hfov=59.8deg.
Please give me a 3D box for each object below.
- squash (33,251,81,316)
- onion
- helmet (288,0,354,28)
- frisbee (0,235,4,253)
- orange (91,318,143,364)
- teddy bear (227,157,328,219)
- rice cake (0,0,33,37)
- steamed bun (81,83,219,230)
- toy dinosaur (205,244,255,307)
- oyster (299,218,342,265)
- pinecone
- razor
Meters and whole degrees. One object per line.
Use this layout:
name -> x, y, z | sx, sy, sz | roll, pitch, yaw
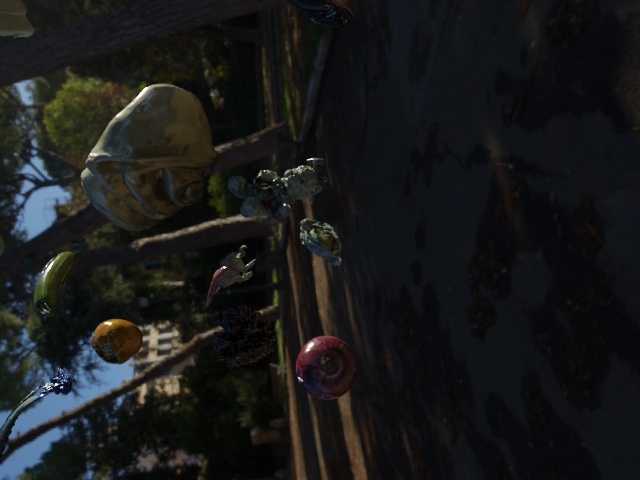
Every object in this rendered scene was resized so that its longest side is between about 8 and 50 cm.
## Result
squash -> -0.771, 0.114, 1.612 | 0.318, 0.080, 0.071 | -103, 5, -57
onion -> 0.017, 0.358, 1.579 | 0.153, 0.177, 0.177 | -165, 68, -71
helmet -> -0.048, -0.490, 0.981 | 0.198, 0.253, 0.154 | -19, -56, -78
frisbee -> -0.694, 0.017, 1.116 | 0.014, 0.110, 0.110 | 55, 160, 30
orange -> -0.645, 0.321, 1.769 | 0.155, 0.154, 0.134 | 96, 178, -65
teddy bear -> -0.085, -0.100, 1.223 | 0.111, 0.213, 0.133 | 89, 160, -58
rice cake -> -0.670, -0.445, 1.054 | 0.211, 0.038, 0.124 | -30, -72, -49
steamed bun -> -0.388, -0.178, 1.360 | 0.352, 0.247, 0.339 | -56, 4, -11
toy dinosaur -> -0.255, 0.102, 1.443 | 0.053, 0.242, 0.167 | 54, -157, 14
oyster -> 0.001, 0.000, 1.024 | 0.100, 0.098, 0.037 | -70, 6, -61
pinecone -> -0.163, 0.200, 1.168 | 0.140, 0.140, 0.121 | 93, 156, -59
razor -> -0.500, 0.345, 0.867 | 0.093, 0.056, 0.324 | -1, 56, 61
